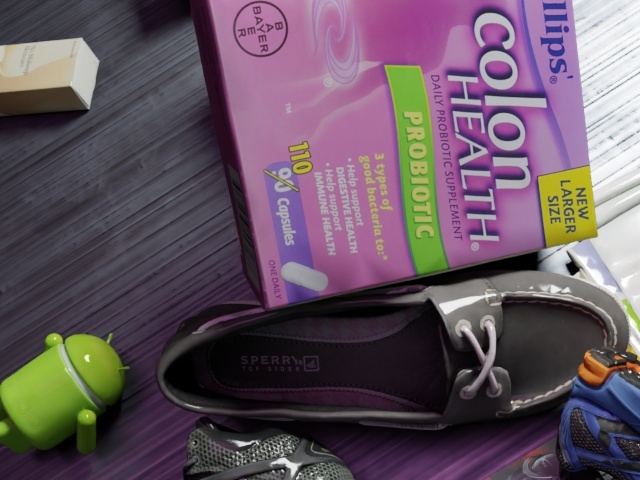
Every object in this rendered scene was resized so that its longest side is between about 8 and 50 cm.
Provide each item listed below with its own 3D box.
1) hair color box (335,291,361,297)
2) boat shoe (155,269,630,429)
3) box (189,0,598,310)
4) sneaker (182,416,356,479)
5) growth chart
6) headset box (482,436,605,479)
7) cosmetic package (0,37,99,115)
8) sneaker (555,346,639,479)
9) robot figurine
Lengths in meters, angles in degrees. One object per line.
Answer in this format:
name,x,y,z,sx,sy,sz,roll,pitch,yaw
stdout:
hair color box,0.000,0.000,0.827,0.072,0.043,0.141,2,64,16
boat shoe,0.045,0.087,0.718,0.335,0.095,0.112,-5,99,17
box,0.050,-0.088,0.718,0.243,0.117,0.213,-12,104,-10
sneaker,-0.084,0.215,0.722,0.227,0.087,0.130,-39,59,-9
growth chart,0.262,0.042,0.744,0.172,0.021,0.237,-22,60,5
headset box,0.153,0.179,0.700,0.083,0.032,0.062,-29,60,-1
cosmetic package,-0.278,-0.157,0.987,0.115,0.041,0.060,-4,63,14
sneaker,0.249,0.157,0.654,0.221,0.083,0.087,34,108,13
robot figurine,-0.206,0.120,0.812,0.115,0.067,0.101,-35,48,-3
